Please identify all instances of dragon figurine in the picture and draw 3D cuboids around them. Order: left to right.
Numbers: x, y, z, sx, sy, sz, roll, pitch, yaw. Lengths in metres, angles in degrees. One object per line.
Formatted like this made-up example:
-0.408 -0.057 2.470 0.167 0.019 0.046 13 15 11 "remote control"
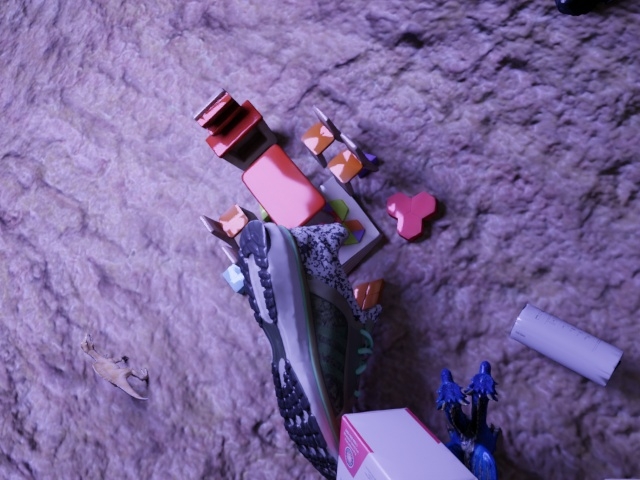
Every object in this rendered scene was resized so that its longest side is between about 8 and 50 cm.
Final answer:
0.186 0.300 0.823 0.085 0.144 0.289 -1 75 22 "dragon figurine"

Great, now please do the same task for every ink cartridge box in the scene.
0.090 0.350 0.776 0.100 0.172 0.237 -1 104 -20 "ink cartridge box"

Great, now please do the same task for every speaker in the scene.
0.327 0.138 0.864 0.136 0.055 0.055 28 86 25 "speaker"

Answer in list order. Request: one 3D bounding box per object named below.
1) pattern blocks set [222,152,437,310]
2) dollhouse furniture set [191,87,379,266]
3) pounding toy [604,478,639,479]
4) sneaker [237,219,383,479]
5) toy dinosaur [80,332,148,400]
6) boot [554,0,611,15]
0.000 0.000 1.048 0.285 0.026 0.325 37 91 26 "pattern blocks set"
-0.088 -0.114 1.031 0.262 0.135 0.259 -43 59 5 "dollhouse furniture set"
0.378 0.339 0.756 0.141 0.130 0.100 -7 60 19 "pounding toy"
0.025 0.153 0.917 0.181 0.158 0.411 -16 91 -22 "sneaker"
-0.334 0.227 1.076 0.183 0.092 0.053 35 90 26 "toy dinosaur"
0.346 -0.441 1.001 0.246 0.094 0.207 -12 67 11 "boot"
